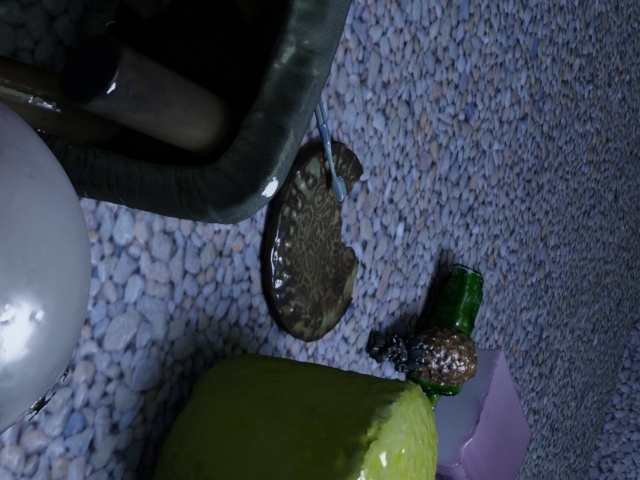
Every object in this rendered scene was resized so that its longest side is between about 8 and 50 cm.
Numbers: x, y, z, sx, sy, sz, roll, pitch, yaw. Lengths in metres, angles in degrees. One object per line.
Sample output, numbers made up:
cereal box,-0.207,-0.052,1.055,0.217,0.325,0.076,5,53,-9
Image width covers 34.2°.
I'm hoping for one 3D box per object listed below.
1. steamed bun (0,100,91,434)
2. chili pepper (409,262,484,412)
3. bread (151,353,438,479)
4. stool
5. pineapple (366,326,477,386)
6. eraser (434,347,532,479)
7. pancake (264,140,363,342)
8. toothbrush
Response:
steamed bun,-0.320,-0.009,0.711,0.309,0.309,0.309,-28,123,-54
chili pepper,0.235,0.185,1.922,0.136,0.099,0.270,132,-23,-78
bread,-0.024,0.321,1.310,0.348,0.308,0.348,-33,128,-56
stool,-0.163,-0.201,0.902,0.226,0.310,0.310,38,65,-53
pineapple,0.170,0.195,1.775,0.198,0.108,0.108,8,93,-28
eraser,0.313,0.409,2.120,0.272,0.122,0.359,-65,149,-27
pancake,0.000,0.000,1.524,0.286,0.033,0.288,-64,148,-27
toothbrush,0.006,-0.158,1.450,0.019,0.016,0.219,-38,119,-49
